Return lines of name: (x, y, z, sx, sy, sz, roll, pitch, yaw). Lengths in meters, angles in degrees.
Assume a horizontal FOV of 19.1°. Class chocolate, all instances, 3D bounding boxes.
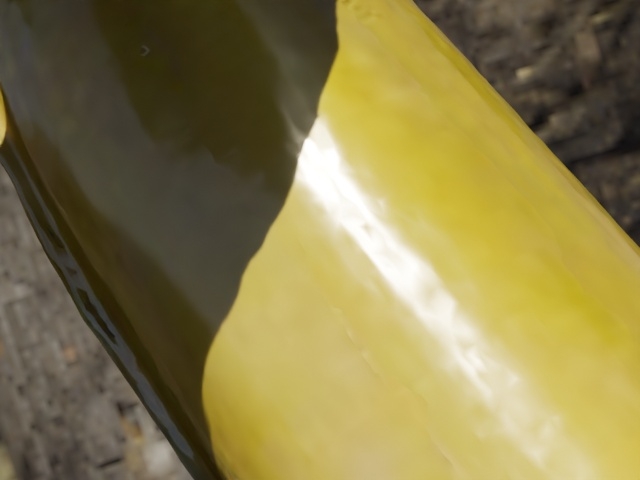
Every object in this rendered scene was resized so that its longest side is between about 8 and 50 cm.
chocolate: (0.000, 0.000, 0.592, 0.162, 0.445, 0.162, -33, -19, -13)
